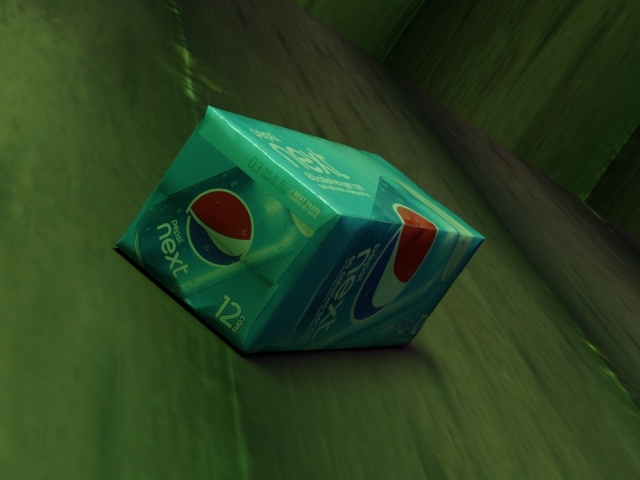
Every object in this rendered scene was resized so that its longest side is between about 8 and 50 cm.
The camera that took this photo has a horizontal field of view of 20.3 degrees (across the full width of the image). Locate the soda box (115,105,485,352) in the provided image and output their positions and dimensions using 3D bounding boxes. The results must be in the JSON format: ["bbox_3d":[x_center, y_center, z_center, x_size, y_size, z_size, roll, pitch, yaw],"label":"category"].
[{"bbox_3d":[0.000,0.000,0.760,0.071,0.067,0.210,38,11,17],"label":"soda box"}]
